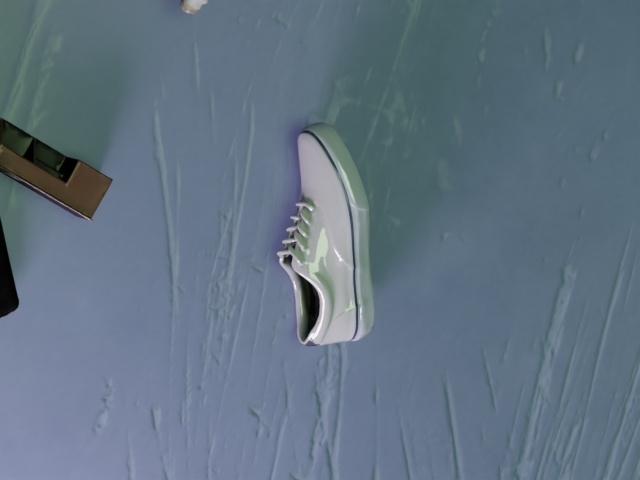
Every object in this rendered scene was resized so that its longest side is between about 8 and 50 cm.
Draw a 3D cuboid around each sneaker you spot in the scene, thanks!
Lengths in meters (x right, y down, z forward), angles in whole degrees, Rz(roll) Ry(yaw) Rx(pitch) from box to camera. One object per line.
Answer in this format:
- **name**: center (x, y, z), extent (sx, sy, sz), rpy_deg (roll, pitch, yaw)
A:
- **sneaker**: center (0.000, 0.000, 2.023), extent (0.091, 0.094, 0.258), rpy_deg (-18, 107, -28)

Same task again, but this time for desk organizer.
- **desk organizer**: center (-0.287, -0.074, 1.895), extent (0.130, 0.047, 0.050), rpy_deg (32, 82, -27)

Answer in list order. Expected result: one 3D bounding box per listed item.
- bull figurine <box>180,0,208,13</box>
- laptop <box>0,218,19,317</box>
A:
- **bull figurine**: center (-0.079, -0.343, 1.877), extent (0.310, 0.101, 0.188), rpy_deg (-14, 149, -18)
- **laptop**: center (-0.539, -0.051, 1.757), extent (0.382, 0.236, 0.408), rpy_deg (-27, 142, -21)
